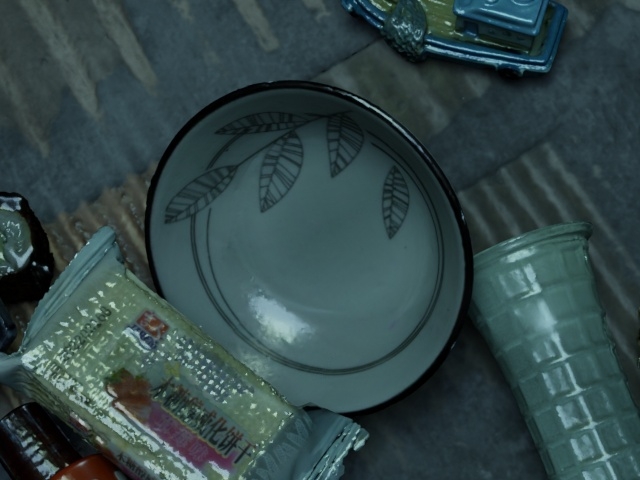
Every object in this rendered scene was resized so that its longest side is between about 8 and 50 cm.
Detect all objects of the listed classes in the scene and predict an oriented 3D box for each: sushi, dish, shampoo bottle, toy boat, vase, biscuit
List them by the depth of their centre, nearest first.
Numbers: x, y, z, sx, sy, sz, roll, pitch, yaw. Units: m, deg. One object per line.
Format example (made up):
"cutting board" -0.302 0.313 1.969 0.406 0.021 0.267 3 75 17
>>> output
"vase" 0.227 0.146 1.226 0.143 0.143 0.299 -20 76 -2
"biscuit" -0.128 0.142 1.227 0.309 0.079 0.186 38 65 8
"shampoo bottle" -0.195 0.262 1.231 0.104 0.104 0.278 -38 73 -8
"dish" 0.000 0.000 1.262 0.316 0.106 0.316 8 112 20
"sushi" -0.296 0.010 1.330 0.098 0.084 0.094 -3 68 -1
"toy boat" 0.120 -0.234 1.371 0.238 0.098 0.109 17 71 10

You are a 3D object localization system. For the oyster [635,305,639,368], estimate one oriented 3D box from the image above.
"oyster" 0.333 0.121 1.265 0.103 0.051 0.148 -12 71 -18

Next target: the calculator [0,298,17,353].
"calculator" -0.374 0.027 1.310 0.021 0.161 0.262 -14 66 -48
